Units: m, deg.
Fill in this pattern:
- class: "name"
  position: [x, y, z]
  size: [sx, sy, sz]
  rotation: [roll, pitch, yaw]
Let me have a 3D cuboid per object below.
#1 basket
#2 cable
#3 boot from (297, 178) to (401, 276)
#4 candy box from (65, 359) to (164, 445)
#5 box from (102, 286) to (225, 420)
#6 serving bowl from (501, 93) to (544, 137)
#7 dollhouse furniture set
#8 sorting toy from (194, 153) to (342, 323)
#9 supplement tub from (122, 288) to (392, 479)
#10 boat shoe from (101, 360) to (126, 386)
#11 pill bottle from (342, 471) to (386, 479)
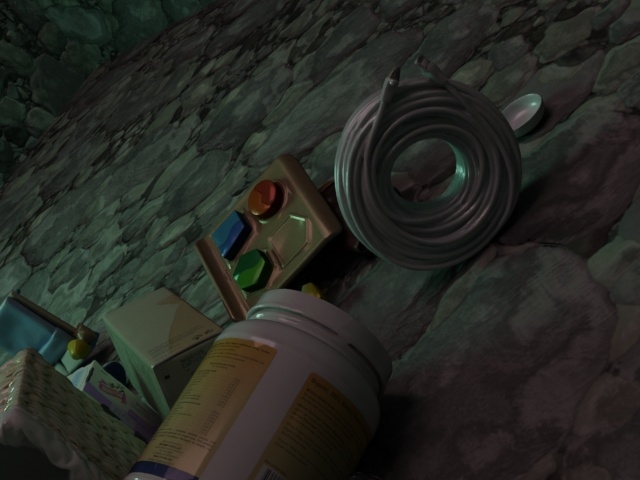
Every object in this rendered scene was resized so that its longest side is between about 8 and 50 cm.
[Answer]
- class: "basket"
  position: [-0.400, 0.374, 1.540]
  size: [0.331, 0.328, 0.266]
  rotation: [-41, 22, 7]
- class: "cable"
  position: [0.141, -0.092, 1.541]
  size: [0.257, 0.257, 0.089]
  rotation: [-57, 18, 7]
- class: "boot"
  position: [0.000, 0.000, 1.812]
  size: [0.248, 0.090, 0.207]
  rotation: [-53, 28, -14]
- class: "candy box"
  position: [-0.375, 0.298, 1.818]
  size: [0.196, 0.165, 0.070]
  rotation: [-30, 28, 29]
- class: "box"
  position: [-0.223, 0.185, 1.758]
  size: [0.121, 0.148, 0.311]
  rotation: [-27, 21, -17]
- class: "serving bowl"
  position: [0.302, -0.181, 1.710]
  size: [0.083, 0.027, 0.083]
  rotation: [-35, 25, 20]
- class: "dollhouse furniture set"
  position: [-0.622, 0.233, 2.159]
  size: [0.303, 0.286, 0.198]
  rotation: [-43, 21, 31]
- class: "sorting toy"
  position: [-0.074, 0.022, 1.791]
  size: [0.229, 0.041, 0.307]
  rotation: [-44, 47, 12]
- class: "supplement tub"
  position: [-0.068, 0.237, 1.362]
  size: [0.228, 0.228, 0.316]
  rotation: [-9, 41, 52]
- class: "boat shoe"
  position: [-0.408, 0.289, 2.005]
  size: [0.066, 0.066, 0.183]
  rotation: [-16, 36, 48]
- class: "pill bottle"
  position: [0.025, 0.356, 1.153]
  size: [0.123, 0.123, 0.219]
  rotation: [-6, 43, 54]
